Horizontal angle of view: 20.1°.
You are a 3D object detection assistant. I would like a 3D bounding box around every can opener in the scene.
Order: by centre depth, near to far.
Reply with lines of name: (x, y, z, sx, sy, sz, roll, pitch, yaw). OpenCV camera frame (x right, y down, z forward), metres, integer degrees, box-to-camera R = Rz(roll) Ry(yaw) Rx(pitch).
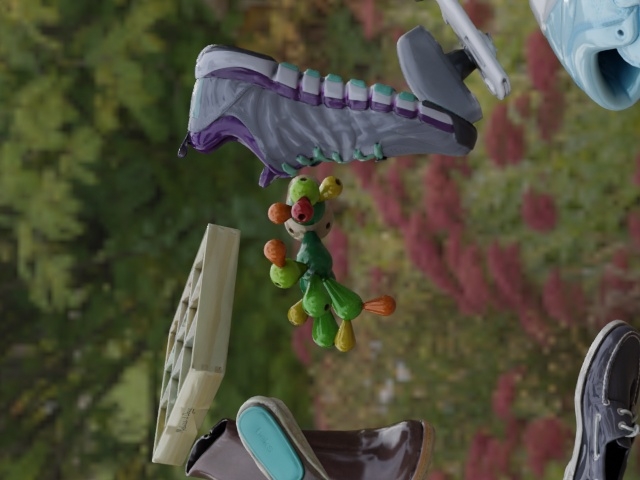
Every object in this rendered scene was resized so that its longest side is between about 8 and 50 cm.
can opener: (0.074, -0.232, 1.619, 0.283, 0.095, 0.076, 56, 176, 2)

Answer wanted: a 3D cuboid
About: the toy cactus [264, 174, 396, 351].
toy cactus: (0.000, 0.000, 1.784, 0.180, 0.112, 0.219, -98, -12, -47)

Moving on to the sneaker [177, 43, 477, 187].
sneaker: (0.005, -0.077, 1.386, 0.083, 0.223, 0.098, 23, -97, -82)

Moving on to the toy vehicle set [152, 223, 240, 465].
toy vehicle set: (-0.135, 0.118, 1.940, 0.267, 0.035, 0.166, 116, 162, -59)

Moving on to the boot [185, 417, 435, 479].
boot: (-0.013, 0.241, 1.990, 0.248, 0.207, 0.090, -43, 33, 47)

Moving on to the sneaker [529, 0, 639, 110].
sneaker: (0.273, -0.227, 1.466, 0.366, 0.135, 0.150, 93, 152, -68)

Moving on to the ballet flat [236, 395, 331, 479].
ballet flat: (-0.009, 0.196, 1.444, 0.168, 0.057, 0.052, 62, -160, 8)

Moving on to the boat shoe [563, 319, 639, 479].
boat shoe: (0.271, 0.177, 1.640, 0.065, 0.075, 0.206, 11, 88, 48)
